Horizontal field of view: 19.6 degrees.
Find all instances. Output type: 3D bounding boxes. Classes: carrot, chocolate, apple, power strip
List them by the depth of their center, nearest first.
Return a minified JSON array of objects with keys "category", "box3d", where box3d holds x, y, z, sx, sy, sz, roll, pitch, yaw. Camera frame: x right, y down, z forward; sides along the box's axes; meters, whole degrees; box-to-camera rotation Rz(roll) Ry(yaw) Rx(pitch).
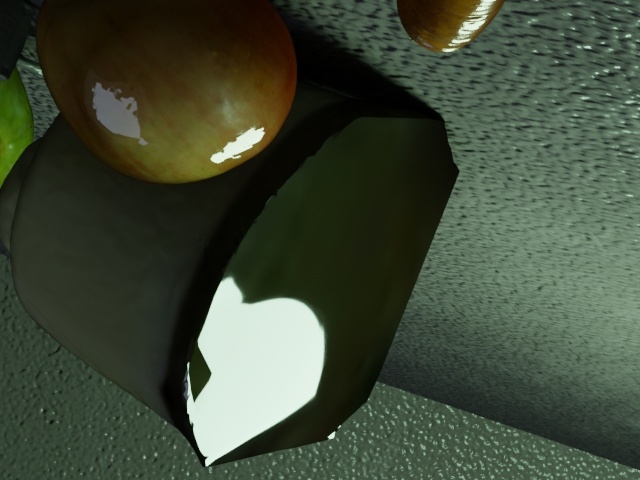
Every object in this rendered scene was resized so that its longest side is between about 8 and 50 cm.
[{"category":"carrot","box3d":[0.096,-0.172,1.071,0.061,0.061,0.257,20,160,-7]},{"category":"apple","box3d":[-0.115,-0.131,1.320,0.199,0.199,0.199,18,169,4]},{"category":"chocolate","box3d":[-0.097,-0.018,1.551,0.297,0.314,0.326,33,-159,31]},{"category":"power strip","box3d":[-0.291,-0.183,1.603,0.042,0.075,0.175,7,163,41]}]

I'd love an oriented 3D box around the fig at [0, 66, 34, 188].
[{"category":"fig","box3d":[-0.421,-0.129,1.722,0.314,0.233,0.233,24,169,-1]}]
